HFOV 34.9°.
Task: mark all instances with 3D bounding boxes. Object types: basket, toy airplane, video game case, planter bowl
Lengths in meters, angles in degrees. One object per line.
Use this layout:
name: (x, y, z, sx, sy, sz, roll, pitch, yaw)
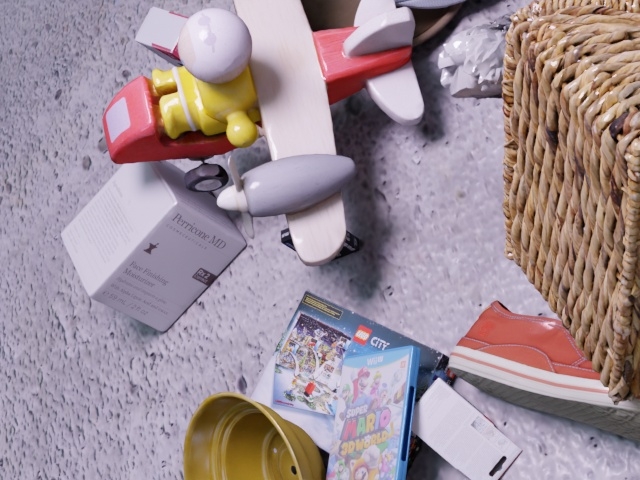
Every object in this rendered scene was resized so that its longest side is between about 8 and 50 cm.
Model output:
basket: (0.292, -0.054, 0.861, 0.213, 0.299, 0.223, -17, 41, -8)
toy airplane: (-0.064, -0.207, 1.246, 0.386, 0.272, 0.384, 29, 89, 24)
video game case: (0.055, 0.201, 1.103, 0.119, 0.015, 0.166, -18, 56, 50)
planter bowl: (-0.058, 0.272, 1.163, 0.217, 0.090, 0.217, 8, 101, 46)

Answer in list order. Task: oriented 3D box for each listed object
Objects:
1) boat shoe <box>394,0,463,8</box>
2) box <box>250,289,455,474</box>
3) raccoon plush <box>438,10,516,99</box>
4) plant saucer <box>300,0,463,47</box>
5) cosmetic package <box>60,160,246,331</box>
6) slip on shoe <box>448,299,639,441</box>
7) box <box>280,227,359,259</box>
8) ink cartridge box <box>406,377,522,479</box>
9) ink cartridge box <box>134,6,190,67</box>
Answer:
boat shoe: (0.196, -0.376, 1.321, 0.302, 0.109, 0.094, -5, 42, 13)
box: (0.034, 0.170, 1.200, 0.233, 0.044, 0.159, 22, 82, 44)
raccoon plush: (0.327, -0.295, 0.956, 0.216, 0.446, 0.299, 0, 94, 61)
plant saucer: (0.072, -0.374, 1.402, 0.277, 0.041, 0.278, -2, 75, 7)
cosmetic package: (-0.238, -0.002, 1.448, 0.184, 0.151, 0.151, -46, 47, 10)
slip on shoe: (0.271, 0.125, 0.986, 0.331, 0.123, 0.101, 12, 70, 48)
box: (0.000, 0.000, 1.298, 0.067, 0.083, 0.018, -21, 56, 29)
ink cartridge box: (0.150, 0.206, 1.081, 0.115, 0.029, 0.063, 40, 91, 10)
ink cartridge box: (-0.193, -0.292, 1.577, 0.109, 0.150, 0.063, 25, 87, 45)
